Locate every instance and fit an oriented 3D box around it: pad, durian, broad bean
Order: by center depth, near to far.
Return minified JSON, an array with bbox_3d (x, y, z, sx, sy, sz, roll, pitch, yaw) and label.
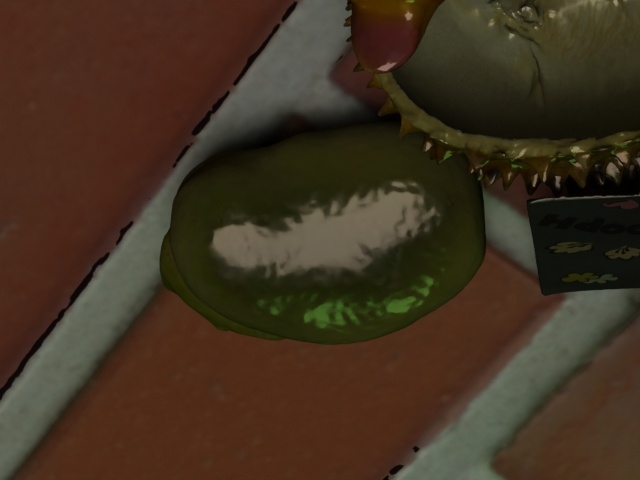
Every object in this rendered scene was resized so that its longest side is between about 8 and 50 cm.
[{"bbox_3d":[0.130,-0.088,0.834,0.252,0.144,0.139,-7,98,18],"label":"durian"},{"bbox_3d":[0.230,0.000,0.859,0.245,0.006,0.170,-3,164,8],"label":"pad"},{"bbox_3d":[0.000,0.000,0.912,0.174,0.082,0.124,-1,118,10],"label":"broad bean"}]

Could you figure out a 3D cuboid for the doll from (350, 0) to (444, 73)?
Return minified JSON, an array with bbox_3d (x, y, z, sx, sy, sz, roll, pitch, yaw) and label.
[{"bbox_3d":[0.013,-0.229,0.733,0.166,0.162,0.270,-27,125,6],"label":"doll"}]
